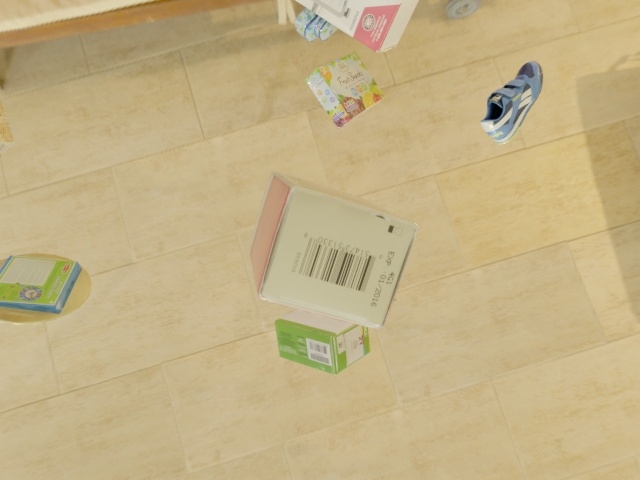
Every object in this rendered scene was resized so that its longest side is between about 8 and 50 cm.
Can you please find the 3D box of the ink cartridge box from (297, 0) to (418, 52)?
[{"bbox_3d":[0.068,-0.556,1.098,0.283,0.207,0.117,36,40,12],"label":"ink cartridge box"}]

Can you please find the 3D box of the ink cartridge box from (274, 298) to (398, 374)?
[{"bbox_3d":[0.047,0.208,1.283,0.255,0.188,0.097,-20,109,-44],"label":"ink cartridge box"}]

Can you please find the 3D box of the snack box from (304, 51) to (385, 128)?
[{"bbox_3d":[0.046,-0.263,0.923,0.100,0.037,0.141,53,41,-6],"label":"snack box"}]

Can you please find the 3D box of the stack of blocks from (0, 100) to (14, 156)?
[{"bbox_3d":[-0.628,-0.256,0.872,0.171,0.087,0.297,-26,82,30],"label":"stack of blocks"}]

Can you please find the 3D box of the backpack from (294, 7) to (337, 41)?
[{"bbox_3d":[-0.005,-0.567,1.368,0.114,0.105,0.084,-41,82,3],"label":"backpack"}]

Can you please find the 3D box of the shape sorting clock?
[{"bbox_3d":[-0.553,0.091,1.025,0.206,0.206,0.040,13,122,2],"label":"shape sorting clock"}]

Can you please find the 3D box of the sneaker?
[{"bbox_3d":[0.310,-0.231,0.863,0.059,0.053,0.144,27,89,-23],"label":"sneaker"}]

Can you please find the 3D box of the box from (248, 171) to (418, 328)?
[{"bbox_3d":[0.000,0.000,0.662,0.148,0.232,0.127,16,97,-12],"label":"box"}]
